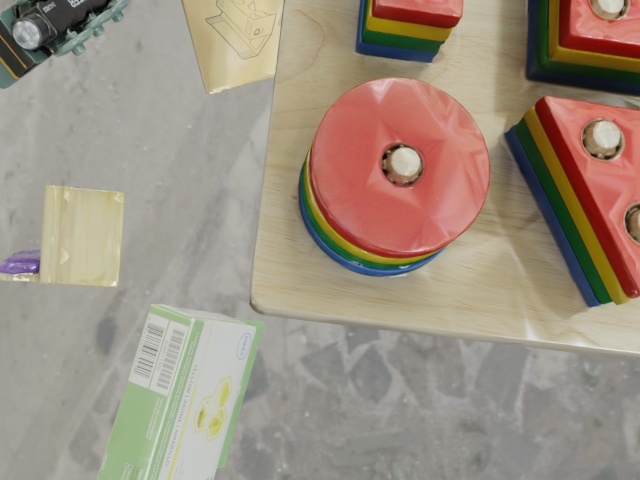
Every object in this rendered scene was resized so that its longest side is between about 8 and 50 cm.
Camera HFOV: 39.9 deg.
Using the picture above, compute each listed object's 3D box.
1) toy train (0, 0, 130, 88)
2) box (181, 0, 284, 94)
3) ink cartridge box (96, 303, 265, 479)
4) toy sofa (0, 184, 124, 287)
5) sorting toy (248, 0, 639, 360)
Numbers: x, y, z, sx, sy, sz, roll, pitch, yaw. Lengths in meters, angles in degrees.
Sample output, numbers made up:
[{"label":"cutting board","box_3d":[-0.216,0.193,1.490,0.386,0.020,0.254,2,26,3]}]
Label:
[{"label":"toy train","box_3d":[-0.461,-0.382,1.514,0.190,0.334,0.142,-26,113,24]},{"label":"box","box_3d":[-0.126,-0.345,1.371,0.021,0.164,0.201,-149,43,-69]},{"label":"ink cartridge box","box_3d":[-0.106,0.156,0.845,0.056,0.235,0.171,15,87,25]},{"label":"toy sofa","box_3d":[-0.428,-0.012,1.461,0.362,0.177,0.150,-175,90,-74]},{"label":"sorting toy","box_3d":[0.105,-0.076,0.476,0.089,0.257,0.255,124,152,-76]}]
